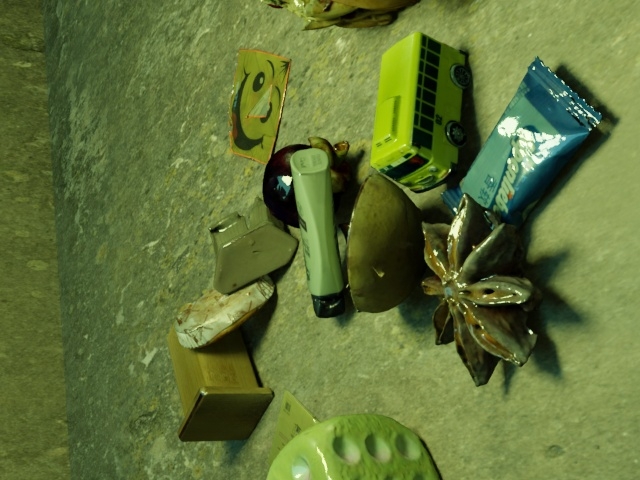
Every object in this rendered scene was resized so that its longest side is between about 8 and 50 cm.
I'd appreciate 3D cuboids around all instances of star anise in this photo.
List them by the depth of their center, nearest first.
[{"bbox_3d":[0.268,0.082,1.631,0.332,0.118,0.331,168,90,-69],"label":"star anise"}]

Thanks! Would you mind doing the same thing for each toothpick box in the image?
[{"bbox_3d":[-0.268,0.318,2.390,0.187,0.190,0.308,-62,36,34],"label":"toothpick box"}]

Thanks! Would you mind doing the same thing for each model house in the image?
[{"bbox_3d":[-0.179,-0.004,2.303,0.229,0.122,0.188,-30,40,6],"label":"model house"}]

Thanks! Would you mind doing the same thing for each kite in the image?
[{"bbox_3d":[-0.158,-0.358,2.449,0.327,0.013,0.377,-43,50,45],"label":"kite"}]

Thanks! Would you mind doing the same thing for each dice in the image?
[{"bbox_3d":[0.062,0.490,1.792,0.249,0.252,0.254,-57,44,37],"label":"dice"}]

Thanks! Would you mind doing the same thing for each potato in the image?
[{"bbox_3d":[0.133,0.021,1.780,0.116,0.299,0.239,13,56,23],"label":"potato"}]

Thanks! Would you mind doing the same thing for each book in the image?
[{"bbox_3d":[-0.061,0.463,2.199,0.168,0.013,0.192,34,114,54],"label":"book"}]

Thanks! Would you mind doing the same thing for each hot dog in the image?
[{"bbox_3d":[-0.229,0.164,2.314,0.144,0.268,0.075,52,172,49],"label":"hot dog"}]

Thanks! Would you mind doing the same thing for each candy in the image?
[{"bbox_3d":[0.327,-0.134,1.627,0.187,0.077,0.331,57,136,35],"label":"candy"}]

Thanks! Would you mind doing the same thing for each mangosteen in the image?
[{"bbox_3d":[-0.019,-0.134,2.076,0.230,0.194,0.194,-39,50,14],"label":"mangosteen"}]

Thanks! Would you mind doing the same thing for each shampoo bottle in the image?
[{"bbox_3d":[0.000,0.000,1.966,0.134,0.078,0.359,-106,7,-58],"label":"shampoo bottle"}]

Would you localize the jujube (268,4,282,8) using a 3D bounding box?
[{"bbox_3d":[-0.072,-0.623,2.280,0.166,0.104,0.104,-52,44,25],"label":"jujube"}]

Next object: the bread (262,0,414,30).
[{"bbox_3d":[0.008,-0.554,1.982,0.191,0.370,0.314,76,-179,-60],"label":"bread"}]

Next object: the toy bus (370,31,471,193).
[{"bbox_3d":[0.178,-0.233,1.769,0.128,0.150,0.262,-25,51,53],"label":"toy bus"}]

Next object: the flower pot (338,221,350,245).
[{"bbox_3d":[0.093,0.007,1.948,0.111,0.111,0.089,2,99,57],"label":"flower pot"}]

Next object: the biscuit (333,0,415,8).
[{"bbox_3d":[0.089,-0.578,1.830,0.394,0.350,0.070,40,159,29],"label":"biscuit"}]
